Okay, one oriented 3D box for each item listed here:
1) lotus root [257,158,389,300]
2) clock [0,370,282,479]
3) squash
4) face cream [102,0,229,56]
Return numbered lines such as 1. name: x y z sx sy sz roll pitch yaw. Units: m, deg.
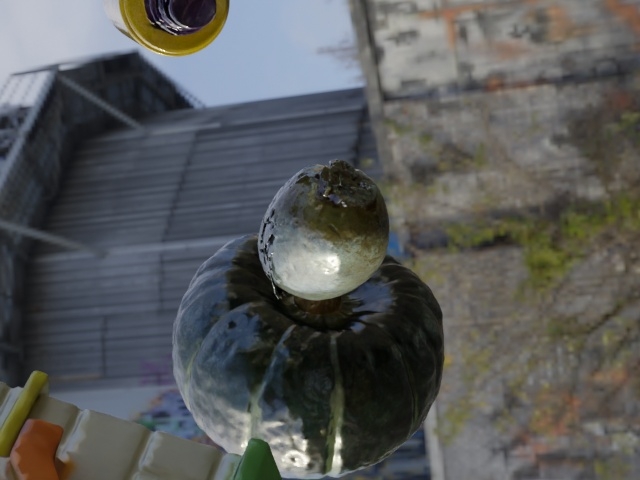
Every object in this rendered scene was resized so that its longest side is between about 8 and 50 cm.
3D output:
1. lotus root: -0.002 0.002 0.856 0.165 0.088 0.088 121 153 -62
2. clock: -0.146 0.115 0.316 0.220 0.255 0.106 -72 -4 -48
3. squash: -0.008 0.098 1.115 0.252 0.252 0.165 -77 -8 -49
4. face cream: -0.111 -0.175 0.879 0.273 0.078 0.078 -139 38 -71
